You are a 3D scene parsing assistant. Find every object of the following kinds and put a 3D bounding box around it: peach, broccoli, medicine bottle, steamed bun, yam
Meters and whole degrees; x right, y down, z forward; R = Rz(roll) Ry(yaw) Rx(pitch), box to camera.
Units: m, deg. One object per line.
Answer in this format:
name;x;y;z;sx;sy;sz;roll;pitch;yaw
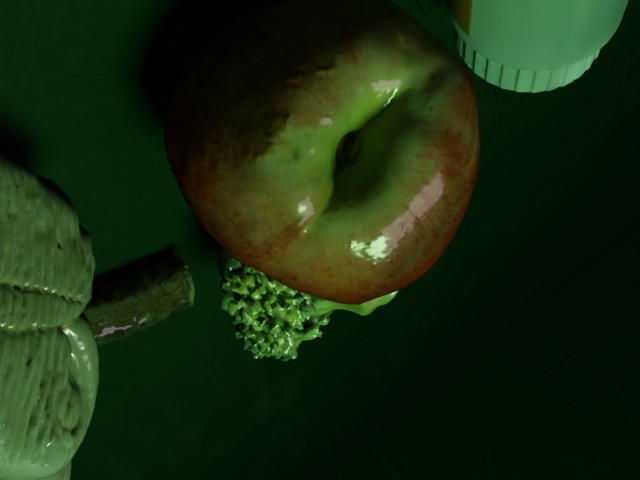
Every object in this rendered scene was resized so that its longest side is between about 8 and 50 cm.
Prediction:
peach;0.003;-0.075;0.718;0.232;0.232;0.256;-39;-166;-4
broccoli;-0.001;-0.003;0.912;0.226;0.176;0.198;-25;164;0
medicine bottle;0.178;-0.252;0.733;0.158;0.158;0.318;-37;160;-10
steamed bun;-0.242;0.048;0.582;0.144;0.211;0.218;-2;170;17
yam;-0.231;0.082;0.842;0.274;0.061;0.061;-23;154;-38

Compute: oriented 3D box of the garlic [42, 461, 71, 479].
garlic;-0.324;0.211;0.911;0.148;0.128;0.266;-45;153;-26
